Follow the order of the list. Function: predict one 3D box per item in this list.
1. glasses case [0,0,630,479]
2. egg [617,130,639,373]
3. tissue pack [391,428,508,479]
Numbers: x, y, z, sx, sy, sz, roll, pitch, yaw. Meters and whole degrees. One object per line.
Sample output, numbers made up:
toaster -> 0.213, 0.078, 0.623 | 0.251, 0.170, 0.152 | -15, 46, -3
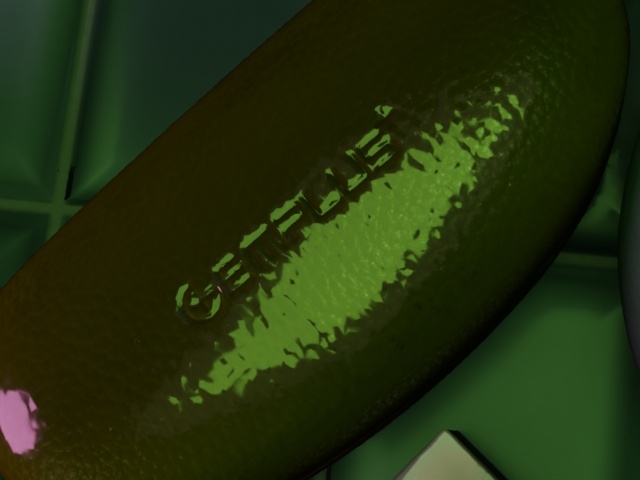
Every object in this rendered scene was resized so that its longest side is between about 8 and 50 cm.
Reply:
glasses case -> 0.000, 0.000, 0.590 | 0.371, 0.141, 0.173 | -42, 77, 1
egg -> 0.218, -0.006, 0.540 | 0.168, 0.168, 0.231 | 13, 85, 11
tissue pack -> 0.100, 0.220, 0.559 | 0.148, 0.092, 0.246 | -45, 77, 1
